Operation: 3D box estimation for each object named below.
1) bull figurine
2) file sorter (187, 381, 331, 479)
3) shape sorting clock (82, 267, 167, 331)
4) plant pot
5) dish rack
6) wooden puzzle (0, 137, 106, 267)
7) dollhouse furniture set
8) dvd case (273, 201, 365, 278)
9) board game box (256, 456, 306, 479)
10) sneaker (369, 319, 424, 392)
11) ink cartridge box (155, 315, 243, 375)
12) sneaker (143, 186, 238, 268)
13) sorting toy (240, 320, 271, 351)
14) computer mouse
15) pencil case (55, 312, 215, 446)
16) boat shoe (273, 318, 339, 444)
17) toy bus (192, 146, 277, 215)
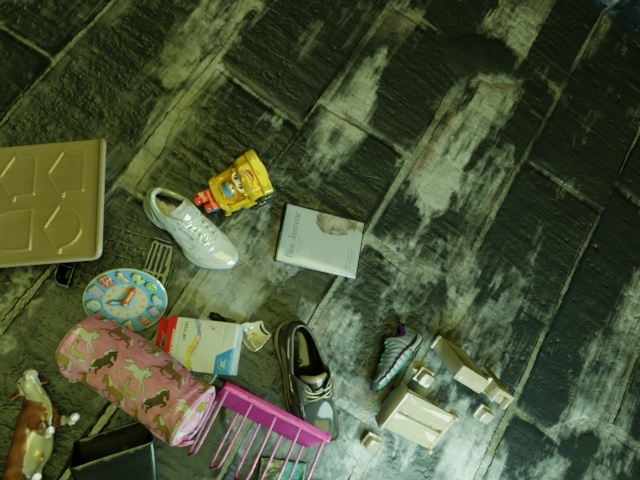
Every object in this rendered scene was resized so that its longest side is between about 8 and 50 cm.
[{"bbox_3d":[-0.671,0.465,1.420,0.101,0.188,0.310,14,81,-50],"label":"bull figurine"},{"bbox_3d":[-0.163,0.515,1.501,0.291,0.202,0.182,29,62,-6],"label":"file sorter"},{"bbox_3d":[-0.496,0.156,1.527,0.206,0.040,0.206,-5,121,-8],"label":"shape sorting clock"},{"bbox_3d":[-0.480,0.559,1.443,0.188,0.188,0.166,-15,95,-18],"label":"plant pot"},{"bbox_3d":[-0.530,0.056,1.581,0.272,0.074,0.208,18,75,-12],"label":"dish rack"},{"bbox_3d":[-0.698,-0.088,1.517,0.348,0.080,0.322,-6,72,6],"label":"wooden puzzle"},{"bbox_3d":[0.321,0.482,1.755,0.303,0.174,0.355,32,101,-20],"label":"dollhouse furniture set"},{"bbox_3d":[0.000,0.000,1.769,0.253,0.022,0.180,13,76,-13],"label":"dvd case"},{"bbox_3d":[-0.114,0.680,1.596,0.126,0.026,0.186,12,76,-13],"label":"board game box"},{"bbox_3d":[0.198,0.336,1.741,0.098,0.083,0.224,39,65,17],"label":"sneaker"},{"bbox_3d":[-0.327,0.272,1.557,0.231,0.078,0.134,5,77,5],"label":"ink cartridge box"},{"bbox_3d":[-0.349,-0.029,1.609,0.305,0.152,0.114,38,69,-7],"label":"sneaker"},{"bbox_3d":[-0.178,0.259,1.658,0.075,0.045,0.083,-28,76,-32],"label":"sorting toy"},{"bbox_3d":[-0.284,0.297,1.613,0.106,0.042,0.193,20,78,12],"label":"computer mouse"},{"bbox_3d":[-0.441,0.336,1.447,0.386,0.167,0.160,28,34,12],"label":"pencil case"},{"bbox_3d":[-0.035,0.385,1.623,0.132,0.130,0.355,-20,85,-18],"label":"boat shoe"},{"bbox_3d":[-0.242,-0.141,1.632,0.212,0.220,0.149,-25,91,-13],"label":"toy bus"}]
